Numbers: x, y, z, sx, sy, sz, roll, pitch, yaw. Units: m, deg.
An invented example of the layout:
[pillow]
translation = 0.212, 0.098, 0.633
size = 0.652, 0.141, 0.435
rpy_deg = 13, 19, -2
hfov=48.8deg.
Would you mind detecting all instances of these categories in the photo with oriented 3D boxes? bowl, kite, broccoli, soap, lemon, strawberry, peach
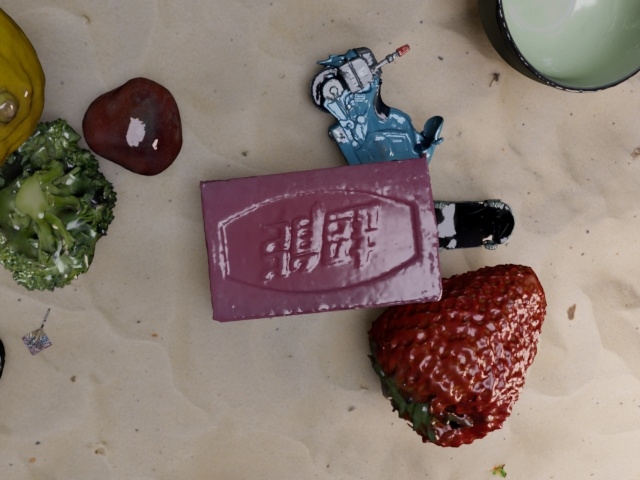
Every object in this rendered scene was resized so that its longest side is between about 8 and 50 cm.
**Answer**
[bowl]
translation = 0.410, -0.430, 1.205
size = 0.354, 0.185, 0.353
rpy_deg = -3, 102, -16
[kite]
translation = -0.452, 0.153, 1.151
size = 0.044, 0.002, 0.078
rpy_deg = 43, 87, -20
[broccoli]
translation = -0.403, -0.056, 1.037
size = 0.198, 0.176, 0.226
rpy_deg = 19, 109, -17
[soap]
translation = 0.000, 0.000, 1.126
size = 0.360, 0.128, 0.232
rpy_deg = -6, 87, 3
[lemon]
translation = -0.501, -0.209, 0.907
size = 0.317, 0.285, 0.285
rpy_deg = 9, 98, 1
[strawberry]
translation = 0.261, 0.185, 1.255
size = 0.351, 0.267, 0.312
rpy_deg = -41, 131, -15
[peach]
translation = -0.283, -0.165, 1.066
size = 0.152, 0.152, 0.151
rpy_deg = -3, 102, -17

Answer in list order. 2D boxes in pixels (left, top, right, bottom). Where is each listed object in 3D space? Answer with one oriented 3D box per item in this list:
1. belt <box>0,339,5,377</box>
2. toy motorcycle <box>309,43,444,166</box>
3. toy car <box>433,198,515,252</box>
[belt]
translation = -0.552, 0.199, 1.100
size = 0.105, 0.058, 0.139
rpy_deg = 11, 98, -16
[toy motorcycle]
translation = 0.103, -0.206, 1.192
size = 0.182, 0.123, 0.272
rpy_deg = -30, 109, 1
[toy car]
translation = 0.267, -0.030, 1.308
size = 0.205, 0.056, 0.095
rpy_deg = -3, 101, -20
